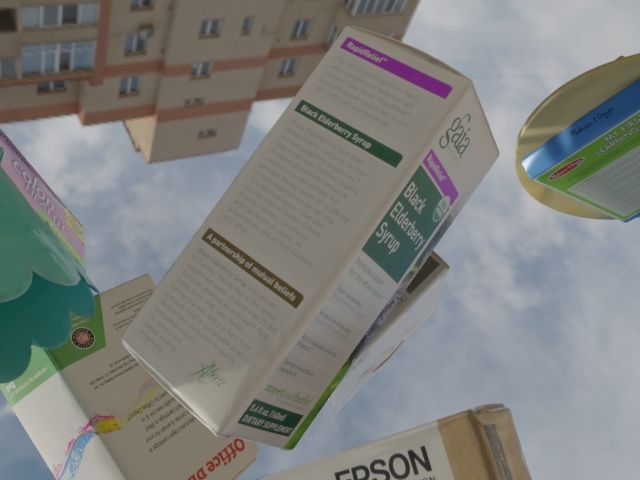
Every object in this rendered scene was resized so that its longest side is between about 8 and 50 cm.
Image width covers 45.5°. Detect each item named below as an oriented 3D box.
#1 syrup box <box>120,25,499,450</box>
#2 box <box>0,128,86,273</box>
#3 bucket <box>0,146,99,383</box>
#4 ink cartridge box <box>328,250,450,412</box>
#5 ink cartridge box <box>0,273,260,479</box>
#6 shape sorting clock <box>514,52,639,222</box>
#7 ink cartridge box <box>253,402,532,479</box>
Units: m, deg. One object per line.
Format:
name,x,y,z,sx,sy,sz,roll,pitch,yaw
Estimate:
syrup box,0.000,0.000,0.464,0.096,0.093,0.236,35,-93,29
box,-0.449,-0.001,0.928,0.243,0.213,0.117,-24,-135,2
bucket,-0.338,0.037,0.603,0.281,0.281,0.183,-28,-99,-37
ink cartridge box,0.096,0.156,1.280,0.275,0.239,0.060,-43,-107,-13
ink cartridge box,-0.229,0.205,0.921,0.278,0.117,0.201,57,-150,3
shape sorting clock,0.264,-0.081,0.626,0.206,0.206,0.040,8,-122,-16
ink cartridge box,0.051,0.247,0.558,0.088,0.235,0.193,16,-128,-58
